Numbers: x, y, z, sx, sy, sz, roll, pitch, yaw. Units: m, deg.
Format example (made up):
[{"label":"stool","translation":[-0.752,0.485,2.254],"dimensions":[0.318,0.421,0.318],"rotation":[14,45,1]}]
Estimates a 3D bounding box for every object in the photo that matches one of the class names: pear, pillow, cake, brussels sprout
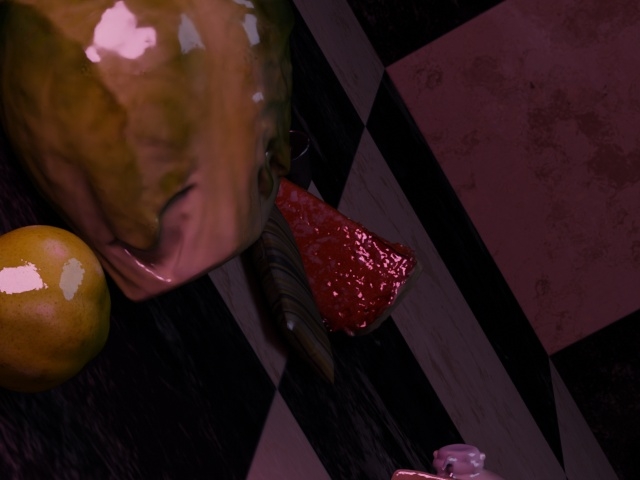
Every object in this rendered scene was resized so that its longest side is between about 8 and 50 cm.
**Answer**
[{"label":"pear","translation":[-0.161,0.039,0.962],"dimensions":[0.097,0.092,0.092],"rotation":[5,43,-25]},{"label":"pillow","translation":[-0.036,0.033,1.671],"dimensions":[0.113,0.038,0.203],"rotation":[54,13,-49]},{"label":"cake","translation":[-0.009,0.018,1.835],"dimensions":[0.220,0.117,0.086],"rotation":[30,-3,19]},{"label":"brussels sprout","translation":[-0.115,-0.100,1.213],"dimensions":[0.219,0.210,0.271],"rotation":[140,-66,-78]}]

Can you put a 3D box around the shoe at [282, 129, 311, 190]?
[{"label":"shoe","translation":[-0.039,-0.102,1.972],"dimensions":[0.159,0.053,0.062],"rotation":[48,13,-41]}]

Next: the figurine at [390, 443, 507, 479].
[{"label":"figurine","translation":[0.120,0.266,1.611],"dimensions":[0.237,0.141,0.162],"rotation":[26,65,-76]}]
